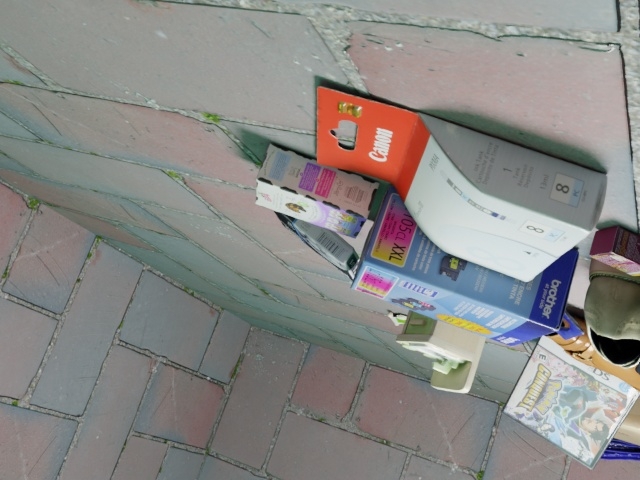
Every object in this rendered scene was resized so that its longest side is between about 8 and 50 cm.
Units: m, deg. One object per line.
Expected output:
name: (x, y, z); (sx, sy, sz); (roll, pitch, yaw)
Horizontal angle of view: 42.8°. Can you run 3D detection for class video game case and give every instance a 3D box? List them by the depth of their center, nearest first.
video game case: (0.584, 0.370, 1.911); (0.248, 0.275, 0.035); (31, -146, 21)

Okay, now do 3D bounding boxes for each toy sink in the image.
toy sink: (0.262, 0.192, 1.755); (0.131, 0.234, 0.153); (24, 167, -16)

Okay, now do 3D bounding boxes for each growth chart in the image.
growth chart: (0.312, 0.261, 2.441); (0.237, 0.021, 0.172); (14, 167, 26)

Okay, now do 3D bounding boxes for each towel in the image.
towel: (0.819, 0.526, 2.294); (0.227, 0.076, 0.308); (5, -167, 4)

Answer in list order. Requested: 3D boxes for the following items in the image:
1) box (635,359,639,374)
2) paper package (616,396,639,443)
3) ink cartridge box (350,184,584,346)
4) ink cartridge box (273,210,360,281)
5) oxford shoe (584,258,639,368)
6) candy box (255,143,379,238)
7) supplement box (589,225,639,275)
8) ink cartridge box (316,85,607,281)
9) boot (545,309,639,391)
box: (0.631, 0.210, 1.102); (0.343, 0.179, 0.312); (45, 179, 25)
paper package: (0.755, 0.403, 2.033); (0.325, 0.168, 0.309); (11, 164, 31)
ink cartridge box: (0.267, 0.064, 1.428); (0.395, 0.151, 0.270); (18, 167, 2)
ink cartridge box: (0.000, 0.000, 1.632); (0.206, 0.045, 0.208); (39, 175, 21)
oxford shoe: (0.511, 0.149, 1.394); (0.140, 0.146, 0.397); (10, 164, 33)
candy box: (-0.011, -0.081, 1.411); (0.196, 0.070, 0.165); (20, 167, -1)
supplement box: (0.444, 0.016, 1.185); (0.083, 0.043, 0.055); (23, 167, -14)
ink cartridge box: (0.165, -0.068, 1.159); (0.385, 0.091, 0.308); (18, 167, 4)
boot: (0.586, 0.212, 1.668); (0.220, 0.109, 0.283); (30, 176, -19)
